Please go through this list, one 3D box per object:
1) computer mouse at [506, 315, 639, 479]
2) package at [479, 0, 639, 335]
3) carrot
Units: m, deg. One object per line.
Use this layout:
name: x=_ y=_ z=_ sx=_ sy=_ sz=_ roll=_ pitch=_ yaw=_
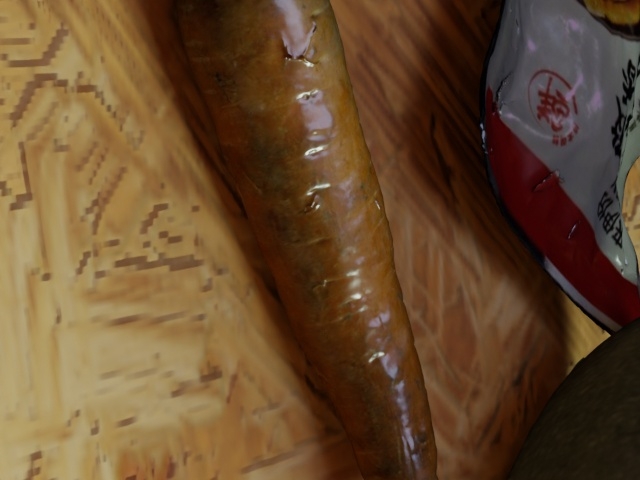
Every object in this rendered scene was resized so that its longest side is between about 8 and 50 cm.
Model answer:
computer mouse: x=0.135 y=0.177 z=0.593 sx=0.114 sy=0.203 sz=0.374 roll=56 pitch=33 yaw=-60
package: x=0.106 y=-0.089 z=0.732 sx=0.154 sy=0.030 sz=0.239 roll=46 pitch=49 yaw=-42
carrot: x=0.000 y=0.000 z=0.563 sx=0.047 sy=0.047 sz=0.191 roll=-38 pitch=118 yaw=-50
